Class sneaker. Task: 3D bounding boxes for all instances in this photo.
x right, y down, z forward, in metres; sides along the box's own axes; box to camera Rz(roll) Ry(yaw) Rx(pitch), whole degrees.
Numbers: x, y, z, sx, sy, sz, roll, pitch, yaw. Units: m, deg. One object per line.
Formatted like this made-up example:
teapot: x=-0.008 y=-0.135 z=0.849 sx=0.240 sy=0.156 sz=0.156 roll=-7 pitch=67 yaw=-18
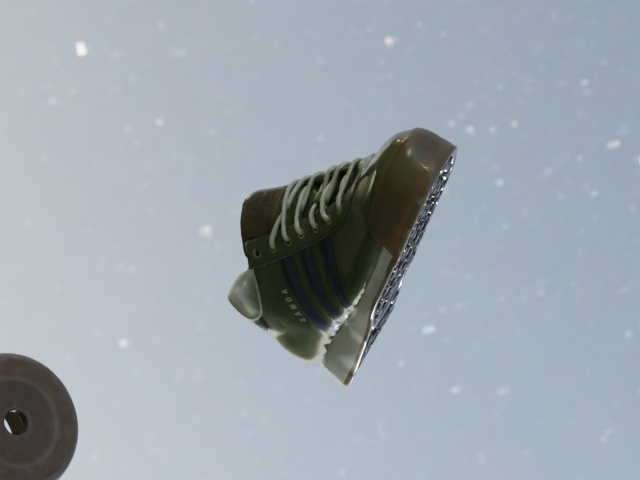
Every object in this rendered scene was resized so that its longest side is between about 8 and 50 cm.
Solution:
sneaker: x=0.000 y=0.000 z=0.847 sx=0.086 sy=0.064 sz=0.192 roll=29 pitch=-33 yaw=6

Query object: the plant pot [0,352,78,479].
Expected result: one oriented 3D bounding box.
plant pot: x=-0.374 y=0.220 z=1.900 sx=0.229 sy=0.263 sz=0.263 roll=-27 pitch=-103 yaw=47
